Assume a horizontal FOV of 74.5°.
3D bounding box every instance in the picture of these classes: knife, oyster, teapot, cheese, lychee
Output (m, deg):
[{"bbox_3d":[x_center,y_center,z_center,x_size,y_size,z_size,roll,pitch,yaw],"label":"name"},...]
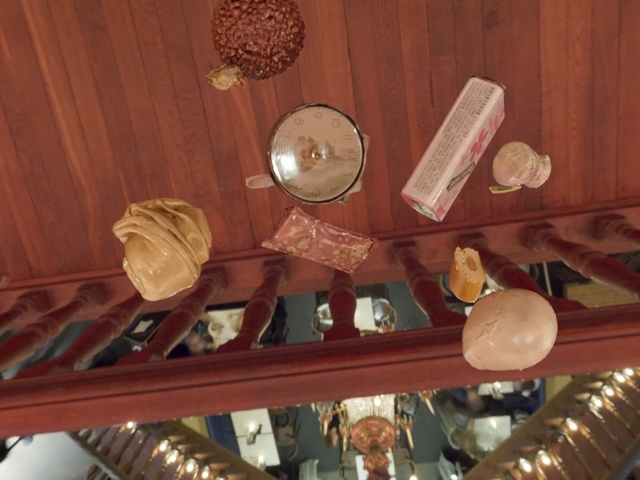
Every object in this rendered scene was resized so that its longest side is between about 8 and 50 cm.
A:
[{"bbox_3d":[-0.163,-0.189,1.315,0.022,0.256,0.046,38,112,15],"label":"knife"},{"bbox_3d":[-0.250,-0.421,1.073,0.132,0.086,0.029,13,71,16],"label":"oyster"},{"bbox_3d":[0.290,-0.100,0.618,0.064,0.064,0.083,9,133,-24],"label":"teapot"},{"bbox_3d":[0.436,0.203,0.964,0.154,0.198,0.189,39,145,-5],"label":"cheese"},{"bbox_3d":[-0.173,-0.585,1.182,0.264,0.300,0.264,-2,129,-2],"label":"lychee"}]

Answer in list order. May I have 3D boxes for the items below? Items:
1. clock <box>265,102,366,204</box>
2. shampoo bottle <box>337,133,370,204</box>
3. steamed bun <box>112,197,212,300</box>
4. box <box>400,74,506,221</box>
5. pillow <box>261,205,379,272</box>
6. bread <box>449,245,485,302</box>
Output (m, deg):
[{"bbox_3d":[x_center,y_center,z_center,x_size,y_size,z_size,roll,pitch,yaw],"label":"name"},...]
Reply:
[{"bbox_3d":[-0.011,-0.257,1.272,0.312,0.061,0.313,-3,104,-11],"label":"clock"},{"bbox_3d":[0.096,-0.235,1.393,0.087,0.118,0.234,13,95,37],"label":"shampoo bottle"},{"bbox_3d":[-0.432,-0.002,1.193,0.203,0.289,0.276,-39,107,24],"label":"steamed bun"},{"bbox_3d":[0.369,-0.246,1.154,0.112,0.190,0.370,31,92,25],"label":"box"},{"bbox_3d":[0.000,0.000,0.747,0.185,0.043,0.118,19,136,-15],"label":"pillow"},{"bbox_3d":[0.457,0.113,1.333,0.085,0.134,0.173,-7,141,4],"label":"bread"}]
